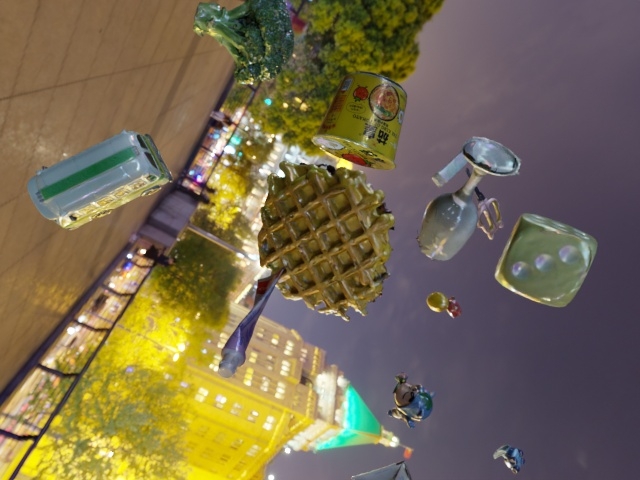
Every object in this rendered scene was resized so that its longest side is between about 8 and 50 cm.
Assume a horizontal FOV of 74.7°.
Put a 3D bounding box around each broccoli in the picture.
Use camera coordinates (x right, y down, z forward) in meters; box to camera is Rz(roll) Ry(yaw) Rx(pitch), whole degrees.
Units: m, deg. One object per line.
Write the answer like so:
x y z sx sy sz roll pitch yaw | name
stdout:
-0.203 -0.557 1.135 0.270 0.269 0.270 -172 -90 -70 | broccoli

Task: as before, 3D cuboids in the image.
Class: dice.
0.765 0.064 1.440 0.254 0.251 0.250 -23 133 -62 | dice

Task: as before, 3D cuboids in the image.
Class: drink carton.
0.239 0.894 1.422 0.194 0.325 0.132 -18 -142 4 | drink carton

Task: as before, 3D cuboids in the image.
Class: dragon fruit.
0.521 0.258 1.665 0.056 0.060 0.083 -33 -147 9 | dragon fruit

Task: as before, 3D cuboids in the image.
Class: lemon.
0.395 0.207 1.419 0.092 0.065 0.065 32 -87 54 | lemon

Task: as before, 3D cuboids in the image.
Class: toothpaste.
-0.137 0.152 0.846 0.075 0.048 0.301 -55 -172 31 | toothpaste

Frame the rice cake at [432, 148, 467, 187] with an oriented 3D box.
0.395 -0.222 1.225 0.211 0.043 0.034 -40 -176 -32 | rice cake

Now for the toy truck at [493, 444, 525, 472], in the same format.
0.616 0.710 1.381 0.056 0.073 0.090 -28 -162 -33 | toy truck

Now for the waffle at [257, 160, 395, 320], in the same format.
0.000 0.000 1.049 0.095 0.379 0.383 -26 129 -60 | waffle

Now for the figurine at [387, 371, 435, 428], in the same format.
0.262 0.494 1.296 0.114 0.145 0.178 -26 159 -35 | figurine

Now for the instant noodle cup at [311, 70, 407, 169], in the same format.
0.088 -0.242 0.851 0.182 0.182 0.144 -162 -89 -75 | instant noodle cup

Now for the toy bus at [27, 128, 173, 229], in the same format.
-0.501 -0.138 0.949 0.275 0.134 0.164 -28 -176 -5 | toy bus

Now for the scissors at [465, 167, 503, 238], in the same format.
0.653 -0.158 1.695 0.160 0.318 0.024 -41 -160 -24 | scissors

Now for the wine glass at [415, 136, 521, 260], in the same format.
0.343 -0.088 1.023 0.143 0.143 0.321 -77 -176 -46 | wine glass
